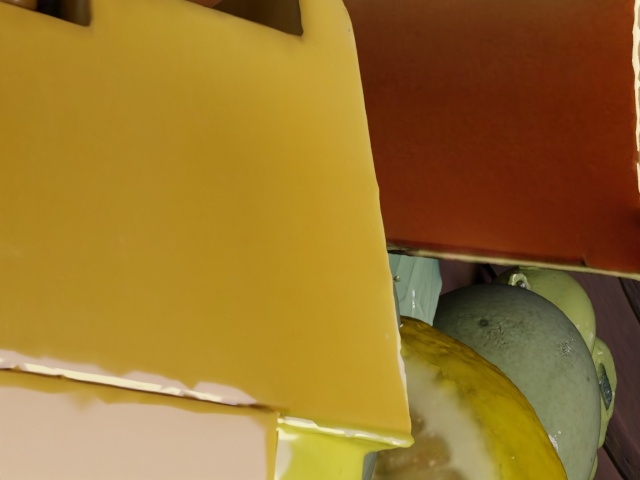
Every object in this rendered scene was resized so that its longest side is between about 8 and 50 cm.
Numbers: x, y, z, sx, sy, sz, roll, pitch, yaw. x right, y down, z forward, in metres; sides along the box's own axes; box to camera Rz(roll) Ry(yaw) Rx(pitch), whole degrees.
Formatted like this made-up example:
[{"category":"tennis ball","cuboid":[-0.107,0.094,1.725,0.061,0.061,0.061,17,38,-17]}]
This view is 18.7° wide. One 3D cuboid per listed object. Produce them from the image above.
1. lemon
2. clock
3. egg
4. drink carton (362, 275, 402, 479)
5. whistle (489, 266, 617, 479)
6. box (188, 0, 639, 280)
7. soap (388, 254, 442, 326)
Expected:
[{"category":"lemon","cuboid":[0.018,0.159,1.061,0.219,0.240,0.240,65,35,-74]},{"category":"clock","cuboid":[-0.158,0.041,0.511,0.244,0.317,0.200,16,64,-37]},{"category":"egg","cuboid":[0.108,0.134,1.359,0.169,0.169,0.236,72,34,-44]},{"category":"drink carton","cuboid":[-0.081,0.065,0.865,0.191,0.189,0.185,42,61,-62]},{"category":"whistle","cuboid":[0.191,0.118,1.644,0.288,0.106,0.131,67,33,-47]},{"category":"box","cuboid":[0.017,-0.158,0.835,0.385,0.344,0.122,-58,147,-49]},{"category":"soap","cuboid":[0.000,0.000,1.170,0.230,0.091,0.145,58,42,-58]}]
